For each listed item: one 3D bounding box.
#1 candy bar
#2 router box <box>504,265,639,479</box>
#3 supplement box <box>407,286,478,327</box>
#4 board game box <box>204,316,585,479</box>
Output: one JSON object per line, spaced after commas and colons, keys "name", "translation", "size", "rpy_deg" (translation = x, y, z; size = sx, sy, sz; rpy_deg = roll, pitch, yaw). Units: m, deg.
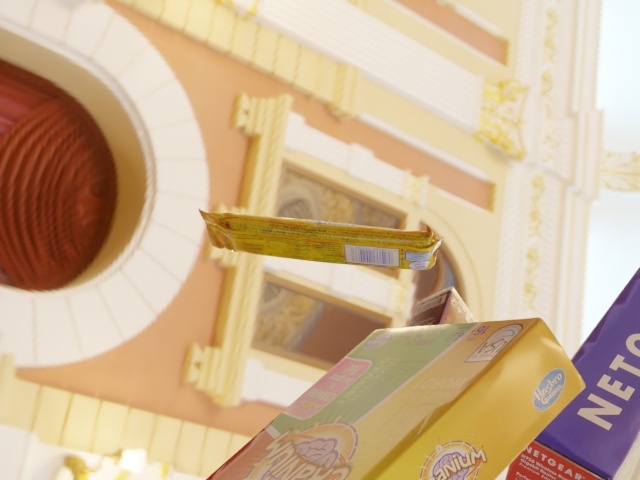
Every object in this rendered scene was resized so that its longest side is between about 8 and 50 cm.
{"name": "candy bar", "translation": [0.000, 0.000, 0.666], "size": [0.040, 0.161, 0.018], "rpy_deg": [83, 15, -52]}
{"name": "router box", "translation": [0.271, 0.194, 0.967], "size": [0.082, 0.335, 0.301], "rpy_deg": [27, -43, 25]}
{"name": "supplement box", "translation": [0.179, 0.193, 1.499], "size": [0.073, 0.130, 0.239], "rpy_deg": [-26, -159, 34]}
{"name": "board game box", "translation": [0.009, 0.180, 0.751], "size": [0.316, 0.064, 0.242], "rpy_deg": [-39, -169, -26]}
